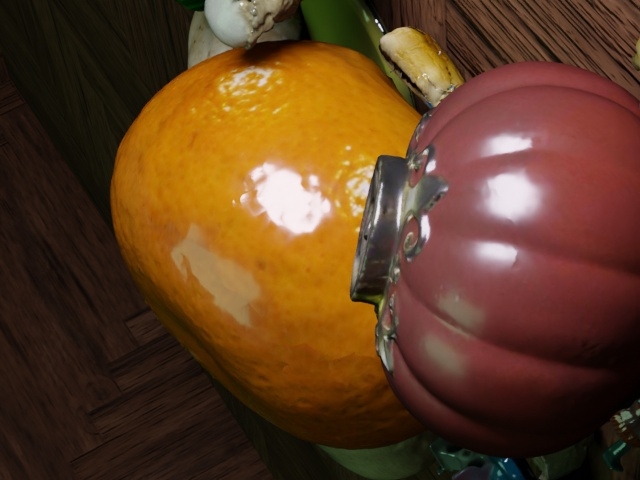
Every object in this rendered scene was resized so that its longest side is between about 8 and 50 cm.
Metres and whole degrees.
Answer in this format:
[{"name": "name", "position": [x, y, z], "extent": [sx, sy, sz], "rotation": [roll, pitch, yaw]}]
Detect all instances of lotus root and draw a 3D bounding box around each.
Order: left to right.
[{"name": "lotus root", "position": [0.223, 0.156, 1.895], "extent": [0.143, 0.070, 0.144], "rotation": [62, 172, 20]}]

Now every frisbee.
[{"name": "frisbee", "position": [0.035, -0.198, 2.009], "extent": [0.236, 0.017, 0.236], "rotation": [56, 165, 23]}]

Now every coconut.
[{"name": "coconut", "position": [0.070, 0.164, 2.201], "extent": [0.224, 0.224, 0.224], "rotation": [56, 165, 23]}]

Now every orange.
[{"name": "orange", "position": [0.000, 0.000, 1.861], "extent": [0.424, 0.326, 0.424], "rotation": [43, 167, 12]}]

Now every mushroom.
[{"name": "mushroom", "position": [-0.078, -0.222, 2.138], "extent": [0.166, 0.127, 0.166], "rotation": [-172, 90, -67]}]

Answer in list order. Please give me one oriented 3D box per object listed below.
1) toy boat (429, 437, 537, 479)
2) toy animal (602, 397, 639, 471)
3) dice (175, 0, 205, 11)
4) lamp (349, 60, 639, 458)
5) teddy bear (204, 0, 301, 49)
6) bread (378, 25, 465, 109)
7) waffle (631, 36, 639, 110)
[{"name": "toy boat", "position": [0.210, 0.301, 2.051], "extent": [0.299, 0.092, 0.134], "rotation": [59, 179, -40]}, {"name": "toy animal", "position": [0.273, 0.143, 1.621], "extent": [0.208, 0.100, 0.103], "rotation": [129, 152, -62]}, {"name": "dice", "position": [-0.099, -0.313, 1.976], "extent": [0.128, 0.120, 0.131], "rotation": [6, -105, -74]}, {"name": "lamp", "position": [0.157, 0.015, 1.440], "extent": [0.303, 0.257, 0.303], "rotation": [-167, 90, -86]}, {"name": "teddy bear", "position": [-0.040, -0.315, 1.776], "extent": [0.256, 0.156, 0.267], "rotation": [35, 112, 62]}, {"name": "bread", "position": [0.100, -0.157, 1.784], "extent": [0.072, 0.053, 0.106], "rotation": [43, -175, -42]}, {"name": "waffle", "position": [0.298, -0.072, 1.211], "extent": [0.300, 0.058, 0.281], "rotation": [56, 167, 18]}]
